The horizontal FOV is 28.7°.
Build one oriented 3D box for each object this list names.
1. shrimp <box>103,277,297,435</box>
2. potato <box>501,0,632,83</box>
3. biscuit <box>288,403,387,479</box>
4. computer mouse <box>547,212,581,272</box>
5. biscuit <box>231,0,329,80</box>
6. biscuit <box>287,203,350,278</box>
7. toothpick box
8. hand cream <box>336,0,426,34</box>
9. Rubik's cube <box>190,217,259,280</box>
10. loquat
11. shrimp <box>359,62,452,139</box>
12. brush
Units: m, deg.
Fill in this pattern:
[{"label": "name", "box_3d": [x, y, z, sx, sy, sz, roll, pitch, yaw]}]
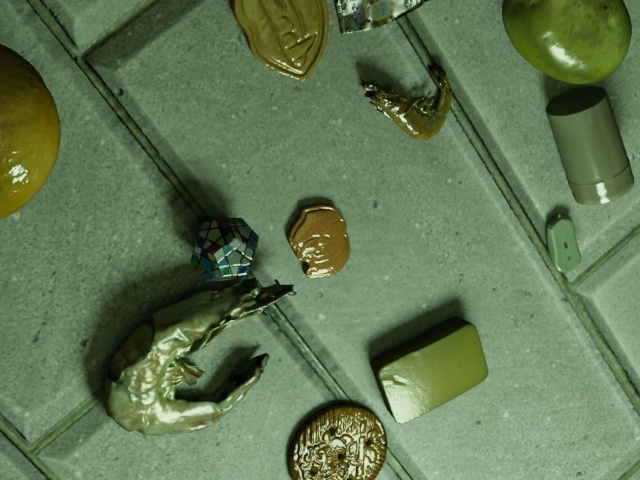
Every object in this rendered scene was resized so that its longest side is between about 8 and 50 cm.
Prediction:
[{"label": "shrimp", "box_3d": [-0.181, 0.185, 2.005, 0.360, 0.085, 0.247, -36, 127, -5]}, {"label": "potato", "box_3d": [0.396, -0.365, 2.026, 0.228, 0.148, 0.197, 17, 113, -26]}, {"label": "biscuit", "box_3d": [0.033, 0.372, 2.184, 0.188, 0.027, 0.188, -7, 110, -20]}, {"label": "computer mouse", "box_3d": [0.429, 0.003, 2.231, 0.056, 0.032, 0.110, -17, 103, -19]}, {"label": "biscuit", "box_3d": [-0.058, -0.345, 1.902, 0.142, 0.029, 0.220, -29, 116, -13]}, {"label": "biscuit", "box_3d": [0.000, 0.000, 2.049, 0.102, 0.019, 0.130, -26, 115, -15]}, {"label": "toothpick box", "box_3d": [0.463, -0.161, 2.145, 0.111, 0.111, 0.180, -29, 115, -12]}, {"label": "hand cream", "box_3d": [0.104, -0.371, 1.961, 0.163, 0.039, 0.062, -21, 130, -14]}, {"label": "Rubik's cube", "box_3d": [-0.148, 0.014, 1.948, 0.111, 0.093, 0.111, -9, 112, -23]}, {"label": "loquat", "box_3d": [-0.480, -0.145, 1.660, 0.263, 0.263, 0.263, -8, 110, -21]}, {"label": "shrimp", "box_3d": [0.148, -0.241, 2.025, 0.178, 0.034, 0.124, 33, 89, -30]}, {"label": "brush", "box_3d": [0.190, 0.225, 2.185, 0.197, 0.059, 0.123, -25, 112, -15]}]
